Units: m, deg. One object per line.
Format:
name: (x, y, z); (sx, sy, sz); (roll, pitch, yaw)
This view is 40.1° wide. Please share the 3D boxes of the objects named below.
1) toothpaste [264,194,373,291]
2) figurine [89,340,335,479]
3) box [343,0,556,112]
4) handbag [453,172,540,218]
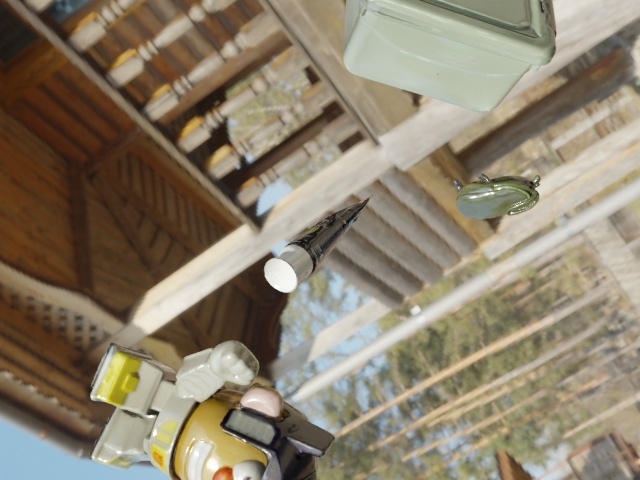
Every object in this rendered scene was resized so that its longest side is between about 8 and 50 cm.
toothpaste: (0.000, 0.000, 1.063); (0.045, 0.071, 0.193); (49, -139, -1)
figurine: (-0.122, 0.231, 1.019); (0.308, 0.308, 0.143); (50, -134, -24)
box: (0.096, -0.180, 0.719); (0.172, 0.093, 0.124); (15, -129, -12)
handbag: (0.227, -0.056, 1.116); (0.072, 0.111, 0.047); (50, -137, -43)
